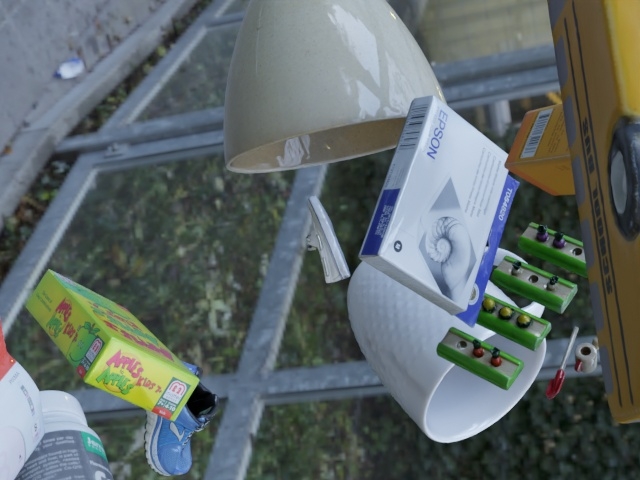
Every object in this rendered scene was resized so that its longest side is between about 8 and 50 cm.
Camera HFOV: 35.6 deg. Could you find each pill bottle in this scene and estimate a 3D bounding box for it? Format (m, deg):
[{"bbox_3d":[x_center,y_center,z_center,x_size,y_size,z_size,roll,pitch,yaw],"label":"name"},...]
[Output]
[{"bbox_3d":[-0.478,0.463,1.813,0.361,0.204,0.204,59,-1,40],"label":"pill bottle"}]

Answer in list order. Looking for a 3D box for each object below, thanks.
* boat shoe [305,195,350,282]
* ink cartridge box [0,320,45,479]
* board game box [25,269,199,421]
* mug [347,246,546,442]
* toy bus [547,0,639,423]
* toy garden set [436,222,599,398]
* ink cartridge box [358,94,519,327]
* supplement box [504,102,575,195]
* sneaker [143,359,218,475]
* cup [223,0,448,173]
[{"bbox_3d":[0.000,0.000,1.112,0.035,0.035,0.100,5,64,-82],"label":"boat shoe"},{"bbox_3d":[-0.488,0.253,1.499,0.189,0.066,0.232,-69,165,-62],"label":"ink cartridge box"},{"bbox_3d":[-0.187,0.088,0.874,0.092,0.181,0.043,34,87,-35],"label":"board game box"},{"bbox_3d":[0.247,0.141,1.866,0.328,0.374,0.276,47,-22,40],"label":"mug"},{"bbox_3d":[0.182,-0.084,0.493,0.130,0.108,0.333,75,10,-76],"label":"toy bus"},{"bbox_3d":[0.299,0.089,1.288,0.244,0.203,0.049,-49,145,-23],"label":"toy garden set"},{"bbox_3d":[0.168,-0.030,1.245,0.224,0.045,0.223,31,70,-35],"label":"ink cartridge box"},{"bbox_3d":[0.287,-0.099,1.024,0.080,0.078,0.233,-65,-162,-7],"label":"supplement box"},{"bbox_3d":[-0.295,0.389,2.133,0.130,0.147,0.330,-75,170,-51],"label":"sneaker"},{"bbox_3d":[0.002,-0.249,1.438,0.331,0.331,0.237,-1,78,-73],"label":"cup"}]
